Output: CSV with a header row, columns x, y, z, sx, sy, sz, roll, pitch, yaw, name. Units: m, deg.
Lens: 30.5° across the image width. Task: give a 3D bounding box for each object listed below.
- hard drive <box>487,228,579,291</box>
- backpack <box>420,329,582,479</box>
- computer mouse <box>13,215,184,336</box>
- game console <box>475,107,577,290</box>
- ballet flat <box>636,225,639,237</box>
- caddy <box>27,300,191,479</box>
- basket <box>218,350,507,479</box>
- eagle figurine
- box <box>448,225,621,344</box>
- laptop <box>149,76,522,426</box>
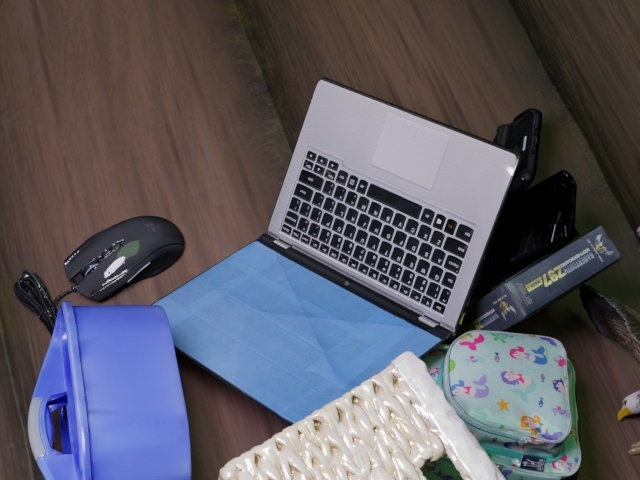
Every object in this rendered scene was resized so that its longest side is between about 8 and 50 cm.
x,y,z,sx,sy,sz,roll,pitch,yaw,name
0.318,0.026,1.760,0.022,0.135,0.094,57,28,6,hard drive
0.222,0.238,1.595,0.254,0.191,0.225,4,43,5,backpack
-0.296,0.059,1.708,0.262,0.060,0.184,-26,63,-23,computer mouse
0.305,-0.083,1.821,0.044,0.213,0.361,41,40,-24,game console
0.597,0.044,1.850,0.221,0.077,0.079,23,76,7,ballet flat
-0.276,0.231,1.478,0.179,0.241,0.341,-3,46,-16,caddy
0.053,0.365,1.332,0.266,0.331,0.328,-25,69,-21,basket
0.489,0.178,1.660,0.225,0.226,0.298,-17,45,26,eagle figurine
0.296,0.076,1.677,0.183,0.232,0.059,-29,82,-25,box
0.000,0.000,1.607,0.382,0.408,0.236,27,13,38,laptop
